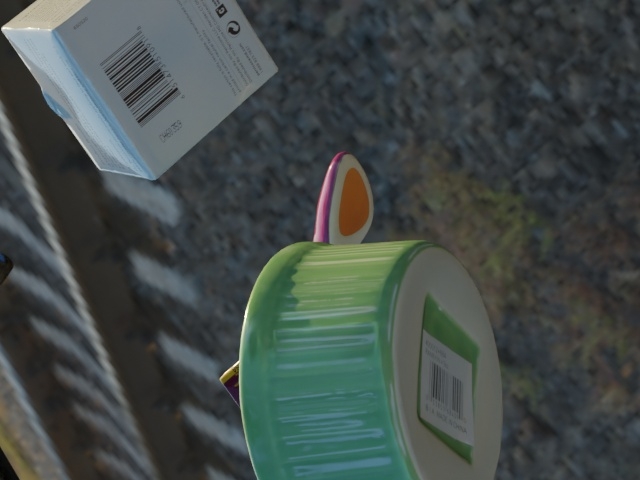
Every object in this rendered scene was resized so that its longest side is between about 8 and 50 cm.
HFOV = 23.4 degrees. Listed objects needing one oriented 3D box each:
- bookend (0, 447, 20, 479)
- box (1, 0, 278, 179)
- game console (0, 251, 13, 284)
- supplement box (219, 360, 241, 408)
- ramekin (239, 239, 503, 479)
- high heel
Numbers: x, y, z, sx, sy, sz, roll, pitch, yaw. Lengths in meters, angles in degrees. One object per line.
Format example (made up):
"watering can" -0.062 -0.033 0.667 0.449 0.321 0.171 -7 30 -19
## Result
"bookend" -0.436 0.260 1.844 0.157 0.072 0.156 44 174 46
"box" -0.171 -0.183 1.489 0.119 0.182 0.181 12 141 53
"game console" -0.532 0.024 1.882 0.293 0.173 0.250 26 169 34
"supplement box" -0.041 0.239 2.200 0.081 0.104 0.188 -42 80 28
"ramekin" 0.061 0.142 1.494 0.148 0.303 0.303 -8 126 28
"high heel" 0.000 0.000 1.869 0.117 0.082 0.244 21 126 40
